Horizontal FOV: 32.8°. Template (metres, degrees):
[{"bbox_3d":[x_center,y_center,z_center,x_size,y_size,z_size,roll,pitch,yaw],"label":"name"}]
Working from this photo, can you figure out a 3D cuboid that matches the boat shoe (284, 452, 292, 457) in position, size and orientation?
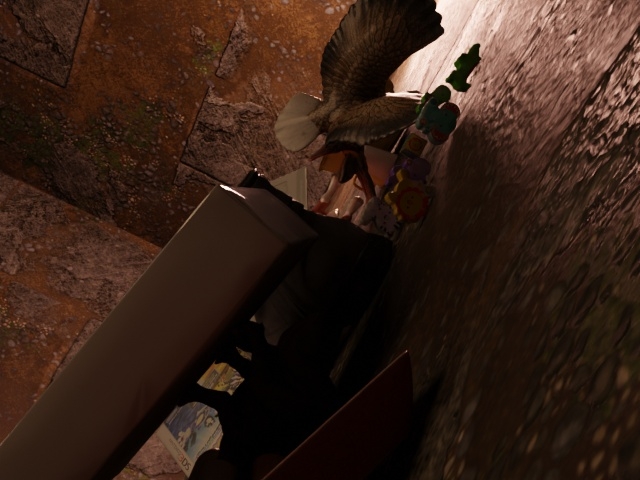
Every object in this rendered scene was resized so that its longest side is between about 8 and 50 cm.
[{"bbox_3d":[-0.098,0.276,1.381,0.219,0.070,0.077,-60,41,48],"label":"boat shoe"}]

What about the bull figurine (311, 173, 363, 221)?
[{"bbox_3d":[0.000,0.000,1.968,0.188,0.101,0.310,-59,5,-28],"label":"bull figurine"}]

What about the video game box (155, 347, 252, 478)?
[{"bbox_3d":[-0.157,0.277,1.722,0.205,0.048,0.187,-54,37,-2],"label":"video game box"}]

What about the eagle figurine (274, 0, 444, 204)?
[{"bbox_3d":[0.078,-0.218,1.665,0.225,0.226,0.298,-43,-11,-23],"label":"eagle figurine"}]

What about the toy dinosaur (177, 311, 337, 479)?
[{"bbox_3d":[-0.045,0.166,1.146,0.313,0.160,0.121,-51,-3,35],"label":"toy dinosaur"}]

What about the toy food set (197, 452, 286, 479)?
[{"bbox_3d":[-0.103,0.316,1.089,0.104,0.111,0.232,-87,20,-49],"label":"toy food set"}]

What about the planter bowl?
[{"bbox_3d":[0.092,-0.191,1.925,0.217,0.090,0.217,-57,-5,-7],"label":"planter bowl"}]

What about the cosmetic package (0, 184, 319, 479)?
[{"bbox_3d":[-0.166,0.112,1.132,0.377,0.097,0.284,-50,-1,5],"label":"cosmetic package"}]

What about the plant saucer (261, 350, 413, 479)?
[{"bbox_3d":[-0.046,0.214,0.781,0.259,0.048,0.258,-37,-12,-31],"label":"plant saucer"}]

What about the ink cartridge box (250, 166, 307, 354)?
[{"bbox_3d":[-0.065,0.059,1.844,0.385,0.091,0.308,162,108,-63],"label":"ink cartridge box"}]

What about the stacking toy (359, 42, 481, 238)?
[{"bbox_3d":[0.125,-0.109,1.279,0.221,0.052,0.167,-63,5,-11],"label":"stacking toy"}]

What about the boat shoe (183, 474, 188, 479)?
[{"bbox_3d":[-0.136,0.327,1.798,0.258,0.095,0.084,-54,-2,-5],"label":"boat shoe"}]

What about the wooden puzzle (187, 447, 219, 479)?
[{"bbox_3d":[-0.141,0.380,1.264,0.238,0.044,0.221,-63,-22,-22],"label":"wooden puzzle"}]

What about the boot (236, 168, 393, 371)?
[{"bbox_3d":[-0.072,0.079,1.374,0.338,0.223,0.118,-63,4,25],"label":"boot"}]

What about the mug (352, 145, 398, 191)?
[{"bbox_3d":[0.086,-0.123,1.837,0.078,0.064,0.062,-65,4,-9],"label":"mug"}]

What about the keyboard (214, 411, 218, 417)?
[{"bbox_3d":[-0.063,0.169,1.616,0.256,0.014,0.072,-46,-11,11],"label":"keyboard"}]
